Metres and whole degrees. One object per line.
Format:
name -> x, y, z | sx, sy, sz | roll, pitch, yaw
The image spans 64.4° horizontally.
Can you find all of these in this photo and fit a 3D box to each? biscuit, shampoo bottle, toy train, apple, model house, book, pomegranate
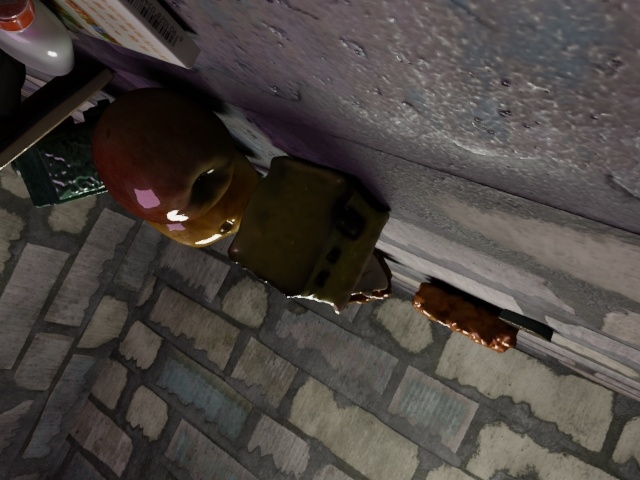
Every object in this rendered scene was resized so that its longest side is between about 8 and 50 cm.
biscuit -> 0.433, 0.232, 1.548 | 0.312, 0.111, 0.318 | 25, 178, 15
shampoo bottle -> -0.293, -0.211, 0.490 | 0.108, 0.051, 0.221 | 34, 175, -26
toy train -> -0.467, -0.185, 1.029 | 0.238, 0.299, 0.167 | 38, 144, 57
apple -> -0.224, -0.122, 0.726 | 0.174, 0.188, 0.188 | 37, 179, 14
model house -> 0.110, 0.090, 1.570 | 0.199, 0.220, 0.229 | -17, 170, 13
book -> -0.527, -0.224, 0.921 | 0.374, 0.262, 0.028 | 23, 154, 51
model house -> 0.000, 0.000, 0.834 | 0.174, 0.193, 0.234 | 24, 178, 31
pomegranate -> -0.232, -0.095, 0.953 | 0.233, 0.233, 0.233 | 27, 176, 2

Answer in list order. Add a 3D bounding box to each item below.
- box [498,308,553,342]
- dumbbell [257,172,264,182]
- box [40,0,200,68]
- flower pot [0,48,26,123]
box -> 0.534, 0.220, 1.321 | 0.091, 0.031, 0.126 | 30, 176, -37
dumbbell -> -0.103, -0.079, 1.067 | 0.108, 0.121, 0.302 | -10, -155, -43
box -> -0.226, -0.227, 0.470 | 0.220, 0.032, 0.122 | 25, 175, 27
flower pot -> -0.621, -0.285, 0.827 | 0.246, 0.195, 0.246 | -11, -169, 2
